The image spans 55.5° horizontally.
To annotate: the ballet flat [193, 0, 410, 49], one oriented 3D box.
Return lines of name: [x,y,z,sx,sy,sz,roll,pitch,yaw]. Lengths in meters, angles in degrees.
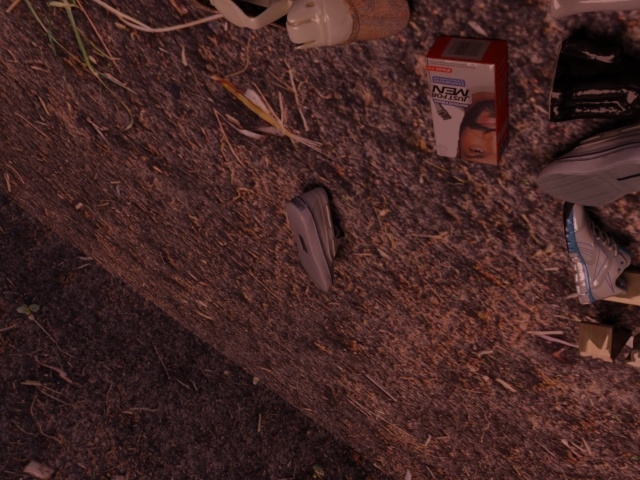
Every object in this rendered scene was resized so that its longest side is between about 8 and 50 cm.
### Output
ballet flat: [-0.040,-0.309,0.809,0.315,0.106,0.108,21,149,21]

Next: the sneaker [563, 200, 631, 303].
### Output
sneaker: [0.407,0.010,0.892,0.082,0.071,0.191,-10,125,29]

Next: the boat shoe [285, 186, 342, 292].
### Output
boat shoe: [0.000,0.000,1.266,0.096,0.088,0.268,39,156,43]

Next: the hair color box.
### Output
hair color box: [0.199,-0.184,0.815,0.093,0.053,0.167,15,148,29]

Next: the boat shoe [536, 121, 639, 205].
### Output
boat shoe: [0.364,-0.097,0.763,0.083,0.076,0.226,35,171,-13]

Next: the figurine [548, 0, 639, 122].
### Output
figurine: [0.344,-0.214,0.605,0.209,0.092,0.215,7,142,26]

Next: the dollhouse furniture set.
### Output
dollhouse furniture set: [0.507,0.108,0.981,0.144,0.123,0.151,7,107,38]
